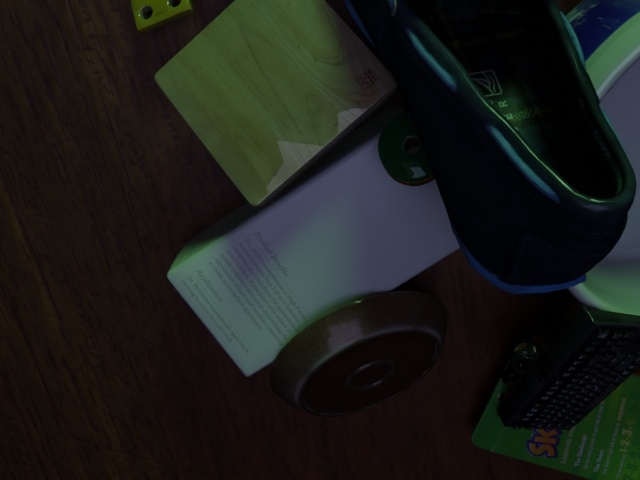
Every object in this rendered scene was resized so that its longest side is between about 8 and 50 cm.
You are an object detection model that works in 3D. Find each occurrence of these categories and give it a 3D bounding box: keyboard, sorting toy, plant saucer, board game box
[{"bbox_3d":[0.204,0.115,0.523,0.108,0.023,0.180,8,138,-4],"label":"keyboard"},{"bbox_3d":[-0.037,-0.118,0.466,0.132,0.046,0.275,-40,76,6],"label":"sorting toy"},{"bbox_3d":[0.040,0.108,0.545,0.168,0.029,0.169,-16,142,-13],"label":"plant saucer"},{"bbox_3d":[0.286,0.180,0.618,0.259,0.039,0.124,17,109,-9],"label":"board game box"}]

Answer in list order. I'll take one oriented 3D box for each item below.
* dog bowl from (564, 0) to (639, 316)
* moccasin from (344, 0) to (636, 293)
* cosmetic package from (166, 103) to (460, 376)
[{"bbox_3d":[0.276,-0.068,0.466,0.264,0.104,0.265,-3,121,-5],"label":"dog bowl"},{"bbox_3d":[0.100,-0.143,0.372,0.137,0.117,0.342,-19,72,-11],"label":"moccasin"},{"bbox_3d":[0.000,0.000,0.525,0.231,0.085,0.117,-32,107,8],"label":"cosmetic package"}]
